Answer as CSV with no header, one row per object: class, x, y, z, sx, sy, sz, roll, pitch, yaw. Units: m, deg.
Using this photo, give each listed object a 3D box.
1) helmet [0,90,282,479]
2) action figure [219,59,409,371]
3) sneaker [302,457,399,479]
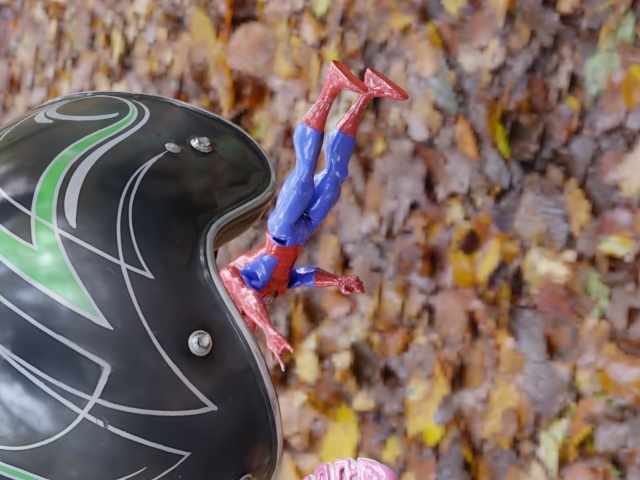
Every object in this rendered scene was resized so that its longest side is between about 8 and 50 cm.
helmet,-0.090,0.036,0.493,0.161,0.169,0.169,-74,11,-46
action figure,0.000,0.000,1.115,0.139,0.091,0.280,46,117,33
sneaker,0.007,0.214,0.913,0.170,0.075,0.063,-41,29,30
